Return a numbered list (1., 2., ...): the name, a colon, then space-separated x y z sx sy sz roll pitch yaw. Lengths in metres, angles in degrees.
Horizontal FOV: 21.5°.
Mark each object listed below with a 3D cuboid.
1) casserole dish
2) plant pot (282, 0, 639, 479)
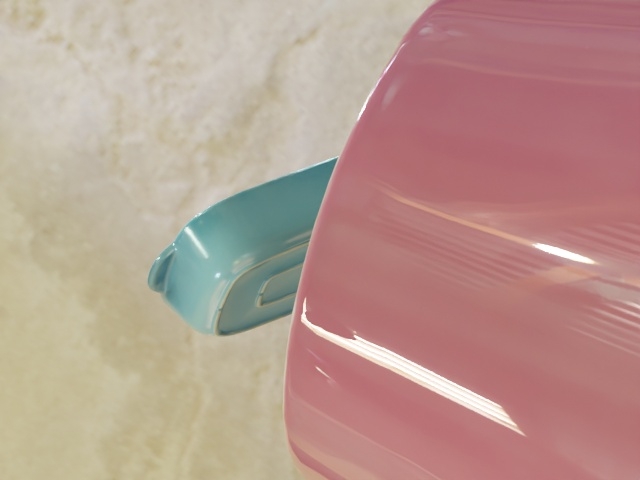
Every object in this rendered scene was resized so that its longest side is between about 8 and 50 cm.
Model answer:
1. casserole dish: 0.000 0.000 0.892 0.188 0.114 0.037 -21 67 -24
2. plant pot: 0.099 0.026 0.383 0.180 0.201 0.201 18 79 19
